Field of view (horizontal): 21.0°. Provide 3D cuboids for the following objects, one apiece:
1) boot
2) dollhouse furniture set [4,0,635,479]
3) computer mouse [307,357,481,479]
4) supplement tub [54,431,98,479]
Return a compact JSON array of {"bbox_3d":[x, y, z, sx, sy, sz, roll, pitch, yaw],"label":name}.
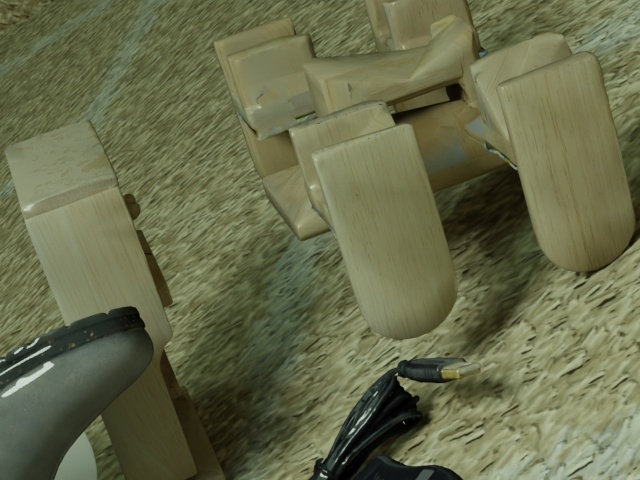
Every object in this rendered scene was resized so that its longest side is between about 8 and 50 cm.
[{"bbox_3d":[-0.194,0.217,1.121,0.338,0.222,0.118,-41,-14,10],"label":"boot"},{"bbox_3d":[0.000,0.000,1.288,0.394,0.256,0.362,-20,22,-7],"label":"dollhouse furniture set"},{"bbox_3d":[0.059,0.151,1.038,0.184,0.060,0.262,-52,14,-17],"label":"computer mouse"},{"bbox_3d":[-0.321,0.206,1.343,0.272,0.191,0.191,-18,31,41],"label":"supplement tub"}]
